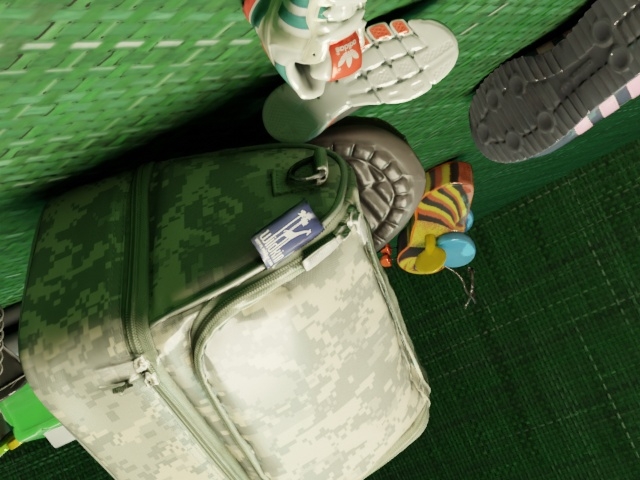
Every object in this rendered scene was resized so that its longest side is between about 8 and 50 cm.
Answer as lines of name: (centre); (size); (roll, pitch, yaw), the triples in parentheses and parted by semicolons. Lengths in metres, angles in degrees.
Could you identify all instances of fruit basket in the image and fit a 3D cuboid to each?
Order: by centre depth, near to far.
fruit basket: (-0.285, 0.158, 1.354); (0.327, 0.165, 0.353); (-26, 176, 14)

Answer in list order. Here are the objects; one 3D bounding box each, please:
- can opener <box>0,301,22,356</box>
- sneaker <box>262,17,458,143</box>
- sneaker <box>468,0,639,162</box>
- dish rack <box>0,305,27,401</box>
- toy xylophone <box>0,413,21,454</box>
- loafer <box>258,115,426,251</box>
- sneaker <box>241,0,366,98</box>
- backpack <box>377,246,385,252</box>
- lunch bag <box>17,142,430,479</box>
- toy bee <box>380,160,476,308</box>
can opener: (-0.312, 0.076, 1.100); (0.284, 0.076, 0.095); (-24, 141, 0)
sneaker: (0.029, -0.127, 0.730); (0.158, 0.061, 0.065); (-20, -167, 18)
sneaker: (0.285, -0.171, 0.981); (0.131, 0.112, 0.319); (-16, 171, -34)
dish rack: (-0.345, 0.102, 0.786); (0.208, 0.074, 0.271); (-34, 166, -30)
toy xylophone: (-0.466, 0.269, 1.628); (0.323, 0.081, 0.236); (-30, -171, 35)
loafer: (-0.054, -0.036, 0.914); (0.366, 0.133, 0.130); (-20, -154, 37)
sneaker: (0.010, -0.128, 0.500); (0.057, 0.075, 0.161); (-21, 173, -26)
backpack: (0.055, -0.008, 1.562); (0.105, 0.084, 0.114); (-25, 178, -4)
lunch bag: (-0.059, 0.075, 0.776); (0.256, 0.212, 0.305); (-17, 133, 8)
toy bee: (0.177, 0.005, 1.592); (0.162, 0.298, 0.195); (-3, -155, 7)
